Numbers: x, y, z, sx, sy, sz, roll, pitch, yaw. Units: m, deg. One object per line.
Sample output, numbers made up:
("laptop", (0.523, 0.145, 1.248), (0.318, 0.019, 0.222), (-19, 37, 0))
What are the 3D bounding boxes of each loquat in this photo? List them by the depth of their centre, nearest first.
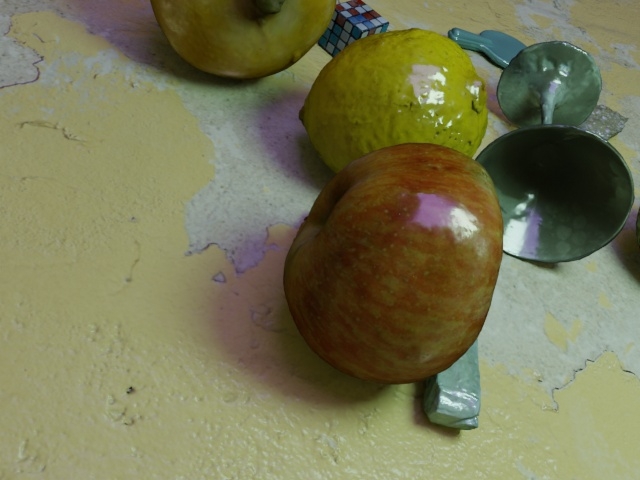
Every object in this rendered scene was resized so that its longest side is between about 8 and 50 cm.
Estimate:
("loquat", (-0.123, -0.430, 1.208), (0.328, 0.329, 0.359), (0, 24, -23))

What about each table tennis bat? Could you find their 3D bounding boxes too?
("table tennis bat", (0.404, -0.451, 1.666), (0.244, 0.040, 0.153), (7, 47, -23))

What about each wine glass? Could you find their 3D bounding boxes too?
("wine glass", (0.406, -0.183, 1.288), (0.267, 0.267, 0.406), (23, 40, -2))

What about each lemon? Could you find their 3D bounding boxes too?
("lemon", (0.118, -0.207, 1.164), (0.321, 0.268, 0.268), (3, 33, 35))

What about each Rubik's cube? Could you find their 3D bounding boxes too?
("Rubik's cube", (0.067, -0.422, 1.456), (0.092, 0.092, 0.092), (44, 48, 17))

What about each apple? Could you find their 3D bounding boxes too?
("apple", (0.083, 0.024, 0.907), (0.249, 0.277, 0.310), (10, 82, -5))

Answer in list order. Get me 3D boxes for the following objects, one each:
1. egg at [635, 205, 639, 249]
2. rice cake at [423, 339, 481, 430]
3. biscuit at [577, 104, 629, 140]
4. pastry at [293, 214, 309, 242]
("egg", (0.696, -0.020, 1.262), (0.289, 0.238, 0.238), (7, 45, -43))
("rice cake", (0.181, 0.165, 0.993), (0.069, 0.063, 0.207), (12, 45, -6))
("biscuit", (0.580, -0.250, 1.561), (0.133, 0.032, 0.250), (38, 47, 14))
("pastry", (0.000, 0.000, 1.074), (0.080, 0.056, 0.140), (36, 39, 1))
